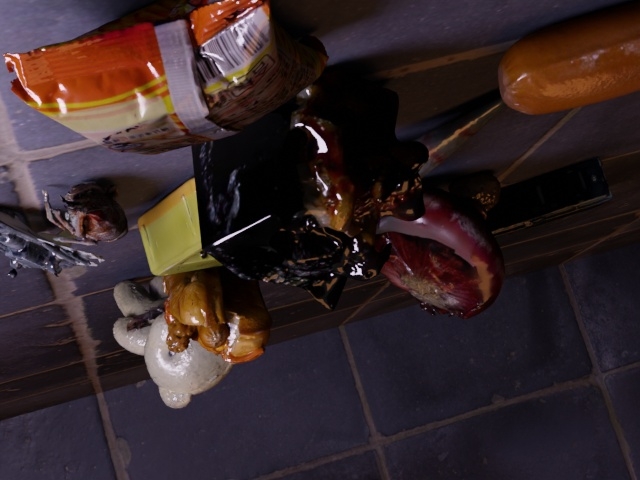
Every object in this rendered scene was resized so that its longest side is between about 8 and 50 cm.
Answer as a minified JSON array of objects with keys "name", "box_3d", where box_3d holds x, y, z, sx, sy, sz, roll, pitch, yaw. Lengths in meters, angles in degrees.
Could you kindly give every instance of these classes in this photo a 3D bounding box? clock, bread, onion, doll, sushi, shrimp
[{"name":"clock","box_3d":[-0.141,-0.026,1.463,0.143,0.096,0.202,-12,170,-36]},{"name":"bread","box_3d":[0.275,-0.080,1.929,0.082,0.060,0.113,-19,168,23]},{"name":"onion","box_3d":[0.197,-0.006,1.840,0.195,0.272,0.272,-53,-174,-26]},{"name":"doll","box_3d":[-0.247,0.132,1.821,0.175,0.278,0.149,-39,135,-7]},{"name":"sushi","box_3d":[0.005,-0.079,1.208,0.212,0.215,0.227,-28,145,27]},{"name":"shrimp","box_3d":[-0.275,-0.032,1.309,0.073,0.074,0.190,2,177,6]}]

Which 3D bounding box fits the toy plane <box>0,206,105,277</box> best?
[{"name":"toy plane","box_3d":[-0.357,0.008,1.350,0.160,0.082,0.234,8,177,19]}]

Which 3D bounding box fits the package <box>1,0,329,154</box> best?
[{"name":"package","box_3d":[-0.116,-0.131,0.931,0.223,0.108,0.288,-17,172,10]}]

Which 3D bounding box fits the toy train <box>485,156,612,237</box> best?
[{"name":"toy train","box_3d":[0.350,-0.050,2.129,0.410,0.086,0.089,-19,171,9]}]

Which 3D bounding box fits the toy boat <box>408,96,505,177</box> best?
[{"name":"toy boat","box_3d":[0.142,-0.121,1.513,0.282,0.096,0.206,-35,170,21]}]

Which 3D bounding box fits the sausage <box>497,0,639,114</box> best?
[{"name":"sausage","box_3d":[0.331,-0.210,1.238,0.275,0.105,0.105,-16,169,-3]}]

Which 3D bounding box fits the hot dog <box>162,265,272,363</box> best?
[{"name":"hot dog","box_3d":[-0.161,0.098,1.631,0.158,0.117,0.349,28,-173,-15]}]
